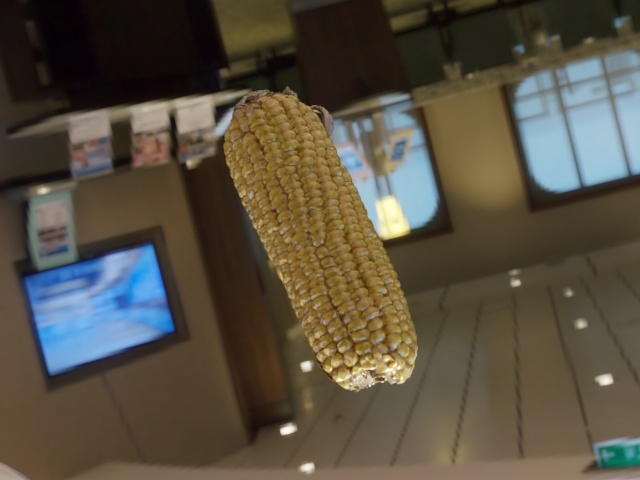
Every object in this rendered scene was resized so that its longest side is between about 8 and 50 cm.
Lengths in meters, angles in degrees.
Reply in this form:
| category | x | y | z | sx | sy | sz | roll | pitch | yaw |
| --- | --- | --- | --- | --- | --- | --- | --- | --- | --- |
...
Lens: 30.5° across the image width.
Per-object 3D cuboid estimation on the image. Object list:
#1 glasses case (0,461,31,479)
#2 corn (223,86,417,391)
| category | x | y | z | sx | sy | sz | roll | pitch | yaw |
| --- | --- | --- | --- | --- | --- | --- | --- | --- | --- |
| glasses case | -0.158 | 0.103 | 0.367 | 0.233 | 0.092 | 0.059 | 2 | -154 | 33 |
| corn | 0.000 | 0.000 | 0.998 | 0.106 | 0.293 | 0.106 | -20 | 156 | -9 |
